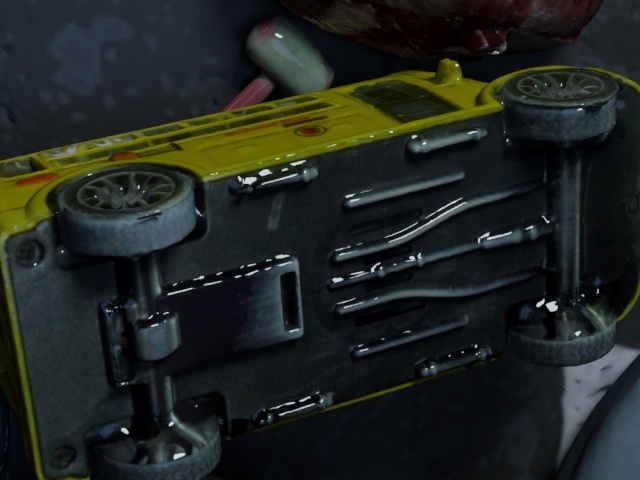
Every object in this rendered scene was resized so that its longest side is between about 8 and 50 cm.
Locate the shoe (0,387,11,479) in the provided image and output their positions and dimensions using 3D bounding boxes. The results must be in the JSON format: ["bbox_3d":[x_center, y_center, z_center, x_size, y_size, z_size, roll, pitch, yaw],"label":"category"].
[{"bbox_3d":[-0.187,0.117,0.742,0.064,0.071,0.143,2,104,-16],"label":"shoe"}]

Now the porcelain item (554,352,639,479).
[{"bbox_3d":[0.295,0.123,0.824,0.405,0.178,0.242,-38,108,-7],"label":"porcelain item"}]

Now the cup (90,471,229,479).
[{"bbox_3d":[-0.070,0.250,0.763,0.234,0.186,0.258,40,116,-11],"label":"cup"}]

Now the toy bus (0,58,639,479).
[{"bbox_3d":[0.000,0.000,0.714,0.330,0.152,0.144,-14,116,-22],"label":"toy bus"}]

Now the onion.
[{"bbox_3d":[0.063,-0.163,0.746,0.206,0.098,0.151,-2,102,-15],"label":"onion"}]

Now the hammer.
[{"bbox_3d":[-0.035,-0.077,0.771,0.083,0.031,0.052,-44,107,2],"label":"hammer"}]
